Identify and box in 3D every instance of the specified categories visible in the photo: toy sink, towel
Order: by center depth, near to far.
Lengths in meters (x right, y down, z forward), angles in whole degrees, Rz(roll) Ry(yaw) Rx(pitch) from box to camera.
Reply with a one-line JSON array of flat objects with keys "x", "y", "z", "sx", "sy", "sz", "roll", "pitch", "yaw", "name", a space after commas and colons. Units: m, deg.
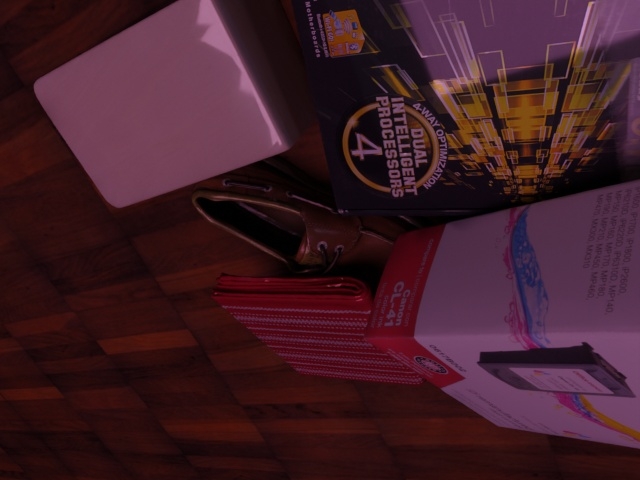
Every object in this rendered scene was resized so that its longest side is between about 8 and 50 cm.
[{"x": -0.139, "y": -0.151, "z": 0.570, "sx": 0.234, "sy": 0.131, "sz": 0.153, "roll": -15, "pitch": 116, "yaw": 28, "name": "toy sink"}, {"x": 0.010, "y": 0.118, "z": 0.693, "sx": 0.198, "sy": 0.031, "sz": 0.275, "roll": -1, "pitch": 148, "yaw": 25, "name": "towel"}]

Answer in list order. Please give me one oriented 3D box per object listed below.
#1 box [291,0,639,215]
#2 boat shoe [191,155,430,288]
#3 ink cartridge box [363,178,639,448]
[{"x": 0.133, "y": -0.207, "z": 0.418, "sx": 0.317, "sy": 0.097, "sz": 0.395, "roll": 0, "pitch": 123, "yaw": 22, "name": "box"}, {"x": 0.000, "y": 0.000, "z": 0.626, "sx": 0.307, "sy": 0.104, "sz": 0.111, "roll": 23, "pitch": 129, "yaw": 8, "name": "boat shoe"}, {"x": 0.223, "y": 0.077, "z": 0.465, "sx": 0.226, "sy": 0.131, "sz": 0.306, "roll": 36, "pitch": 154, "yaw": -25, "name": "ink cartridge box"}]
